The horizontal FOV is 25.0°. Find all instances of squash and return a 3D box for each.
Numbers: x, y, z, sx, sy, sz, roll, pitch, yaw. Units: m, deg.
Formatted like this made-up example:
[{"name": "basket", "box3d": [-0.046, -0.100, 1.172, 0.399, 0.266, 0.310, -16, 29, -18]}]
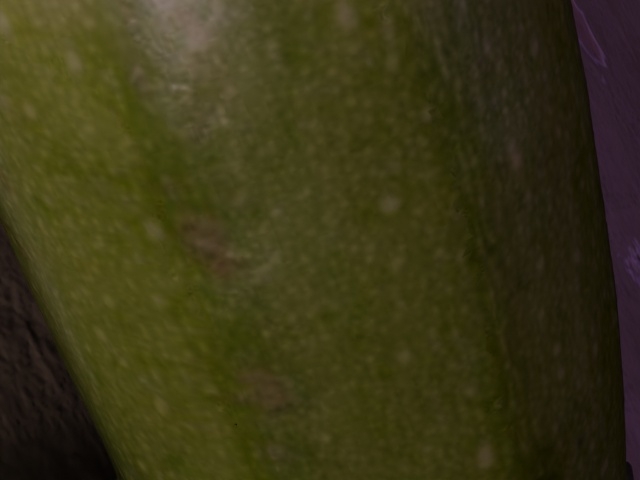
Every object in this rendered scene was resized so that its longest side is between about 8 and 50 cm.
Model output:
[{"name": "squash", "box3d": [0.000, 0.000, 0.657, 0.263, 0.263, 0.384, -68, 148, -53]}]
